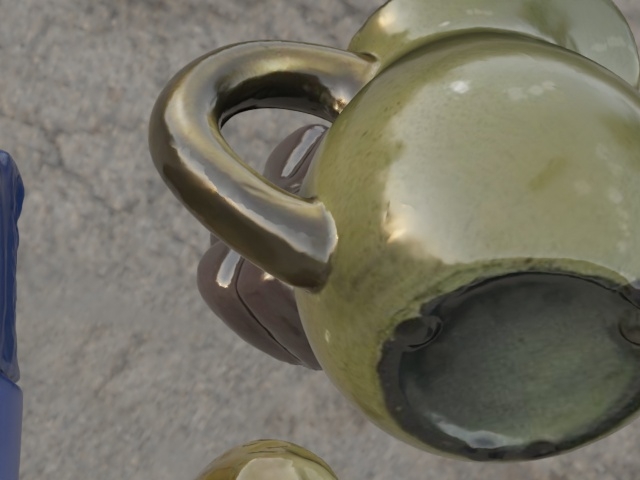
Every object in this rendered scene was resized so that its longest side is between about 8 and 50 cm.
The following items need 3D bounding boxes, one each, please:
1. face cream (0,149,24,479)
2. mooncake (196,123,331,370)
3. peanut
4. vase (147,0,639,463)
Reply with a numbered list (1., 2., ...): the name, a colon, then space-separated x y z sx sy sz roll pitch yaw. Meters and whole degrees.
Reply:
1. face cream: -0.285 0.048 0.775 0.249 0.249 0.225 7 74 -24
2. mooncake: 0.000 0.000 1.328 0.133 0.245 0.245 43 36 -27
3. peanut: -0.050 0.169 0.775 0.103 0.229 0.098 26 61 -17
4. vase: 0.060 -0.040 0.853 0.329 0.241 0.302 12 41 -12
